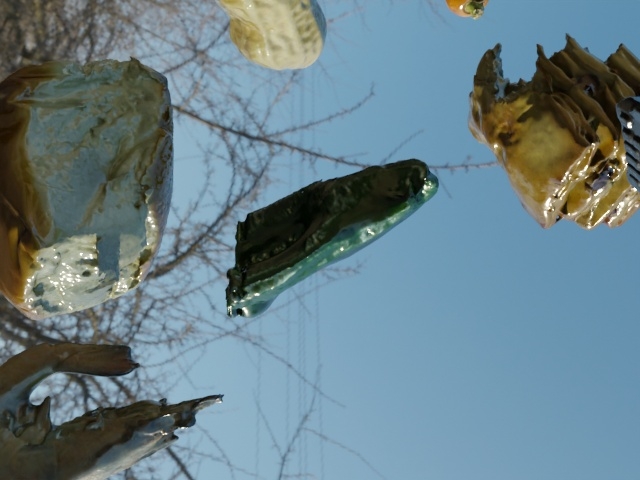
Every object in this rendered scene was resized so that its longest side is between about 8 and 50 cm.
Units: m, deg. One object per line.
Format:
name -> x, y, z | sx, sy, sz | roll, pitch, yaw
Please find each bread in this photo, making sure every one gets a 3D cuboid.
bread -> -0.293, -0.056, 0.859 | 0.250, 0.224, 0.279 | -43, -126, 56
bread -> 0.393, -0.191, 1.218 | 0.370, 0.191, 0.314 | 49, -21, 25

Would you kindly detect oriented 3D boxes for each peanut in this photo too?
peanut -> -0.081, -0.358, 1.096 | 0.152, 0.313, 0.152 | -3, -105, 11

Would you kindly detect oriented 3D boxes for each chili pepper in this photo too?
chili pepper -> -0.002, -0.002, 0.592 | 0.216, 0.062, 0.108 | -30, -151, 17

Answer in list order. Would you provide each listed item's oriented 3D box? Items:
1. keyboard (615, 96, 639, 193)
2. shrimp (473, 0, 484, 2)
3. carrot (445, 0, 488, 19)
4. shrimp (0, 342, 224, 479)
keyboard -> 0.259, 0.007, 0.412 | 0.016, 0.106, 0.262 | -30, -137, 0
shrimp -> 0.173, -0.298, 0.510 | 0.317, 0.168, 0.077 | 124, -28, -50
carrot -> 0.155, -0.399, 0.966 | 0.061, 0.061, 0.257 | -40, -110, 38
shrimp -> -0.231, 0.161, 0.696 | 0.145, 0.254, 0.059 | 64, -13, 4
